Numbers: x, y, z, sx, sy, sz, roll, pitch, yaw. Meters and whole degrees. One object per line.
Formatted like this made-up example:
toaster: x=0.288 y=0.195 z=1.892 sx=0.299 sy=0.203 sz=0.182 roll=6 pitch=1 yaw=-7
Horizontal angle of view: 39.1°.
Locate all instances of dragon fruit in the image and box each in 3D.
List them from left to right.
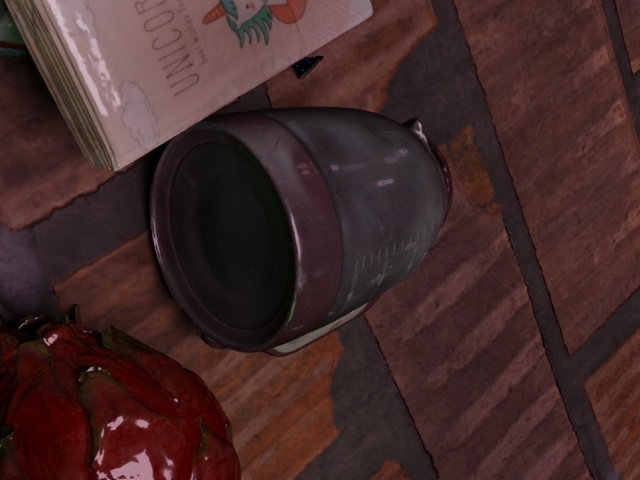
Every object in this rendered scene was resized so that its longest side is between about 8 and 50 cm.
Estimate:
dragon fruit: x=-0.207 y=0.201 z=0.821 sx=0.244 sy=0.244 sz=0.299 roll=-41 pitch=96 yaw=-27

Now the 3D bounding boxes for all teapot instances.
teapot: x=0.000 y=0.000 z=0.991 sx=0.312 sy=0.233 sz=0.315 roll=-16 pitch=136 yaw=-41

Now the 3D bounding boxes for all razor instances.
razor: x=-0.072 y=-0.206 z=1.005 sx=0.154 sy=0.044 sz=0.028 roll=-3 pitch=69 yaw=-35

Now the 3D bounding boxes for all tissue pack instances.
tissue pack: x=-0.099 y=-0.212 z=0.800 sx=0.325 sy=0.071 sz=0.170 roll=-38 pitch=121 yaw=-33

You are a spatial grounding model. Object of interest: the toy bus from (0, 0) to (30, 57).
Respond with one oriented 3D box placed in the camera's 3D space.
toy bus: x=-0.205 y=-0.223 z=0.835 sx=0.265 sy=0.120 sz=0.121 roll=-1 pitch=96 yaw=-39
